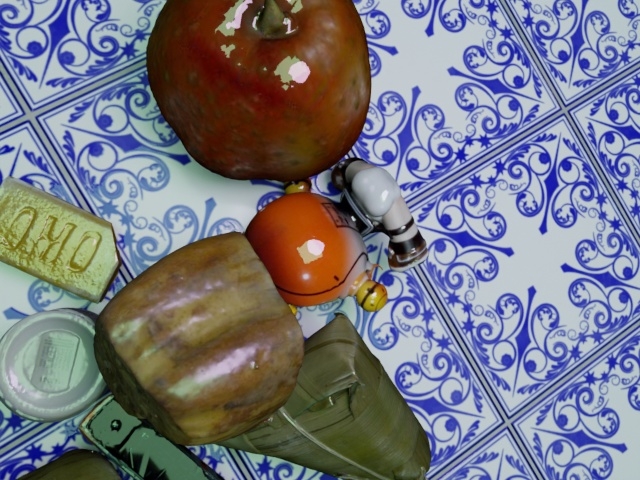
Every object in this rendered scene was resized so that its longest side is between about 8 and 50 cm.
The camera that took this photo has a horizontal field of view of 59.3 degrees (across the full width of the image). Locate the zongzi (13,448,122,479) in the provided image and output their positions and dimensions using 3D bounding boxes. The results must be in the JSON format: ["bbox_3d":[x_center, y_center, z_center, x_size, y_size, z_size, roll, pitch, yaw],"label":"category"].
[{"bbox_3d":[-0.520,0.423,0.841,0.356,0.174,0.393,-47,117,-17],"label":"zongzi"}]

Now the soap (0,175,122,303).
[{"bbox_3d":[-0.463,0.001,0.986,0.232,0.073,0.140,27,84,-10],"label":"soap"}]

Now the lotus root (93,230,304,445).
[{"bbox_3d":[-0.198,0.178,0.851,0.250,0.316,0.316,-20,89,-41],"label":"lotus root"}]

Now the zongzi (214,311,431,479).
[{"bbox_3d":[0.013,0.385,1.038,0.418,0.181,0.447,-29,114,15],"label":"zongzi"}]

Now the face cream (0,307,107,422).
[{"bbox_3d":[-0.430,0.201,0.934,0.177,0.153,0.177,2,83,-13],"label":"face cream"}]

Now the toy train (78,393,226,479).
[{"bbox_3d":[-0.238,0.423,0.989,0.409,0.089,0.086,42,76,-5],"label":"toy train"}]

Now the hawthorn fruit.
[{"bbox_3d":[-0.094,-0.298,0.940,0.403,0.403,0.402,1,84,-13],"label":"hawthorn fruit"}]

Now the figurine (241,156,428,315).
[{"bbox_3d":[0.001,-0.003,1.015,0.323,0.196,0.320,-33,65,-4],"label":"figurine"}]
